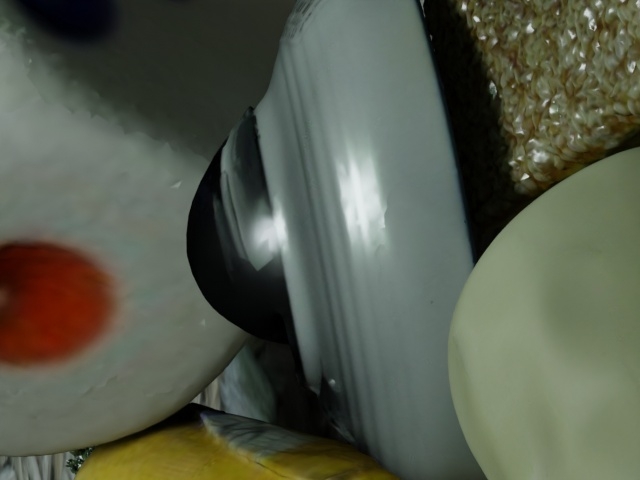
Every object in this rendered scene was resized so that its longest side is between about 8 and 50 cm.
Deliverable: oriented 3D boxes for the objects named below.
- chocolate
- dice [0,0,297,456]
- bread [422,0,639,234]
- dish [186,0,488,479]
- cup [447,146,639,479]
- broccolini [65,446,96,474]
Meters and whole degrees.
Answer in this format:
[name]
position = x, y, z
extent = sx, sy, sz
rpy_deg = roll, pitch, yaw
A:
[chocolate]
position = 0.007, 0.178, 1.099
extent = 0.445, 0.162, 0.162
rpy_deg = -3, 88, 60
[dice]
position = -0.172, -0.069, 1.201
extent = 0.304, 0.277, 0.304
rpy_deg = -52, 30, 37
[bread]
position = 0.137, -0.124, 0.838
extent = 0.234, 0.110, 0.184
rpy_deg = 143, 119, -62
[dish]
position = 0.000, 0.000, 0.975
extent = 0.273, 0.133, 0.273
rpy_deg = -11, -90, -90
[cup]
position = 0.144, 0.117, 0.746
extent = 0.202, 0.173, 0.255
rpy_deg = -117, 36, -45
[broccolini]
position = -0.183, 0.230, 1.569
extent = 0.074, 0.058, 0.201
rpy_deg = -116, 36, -54
